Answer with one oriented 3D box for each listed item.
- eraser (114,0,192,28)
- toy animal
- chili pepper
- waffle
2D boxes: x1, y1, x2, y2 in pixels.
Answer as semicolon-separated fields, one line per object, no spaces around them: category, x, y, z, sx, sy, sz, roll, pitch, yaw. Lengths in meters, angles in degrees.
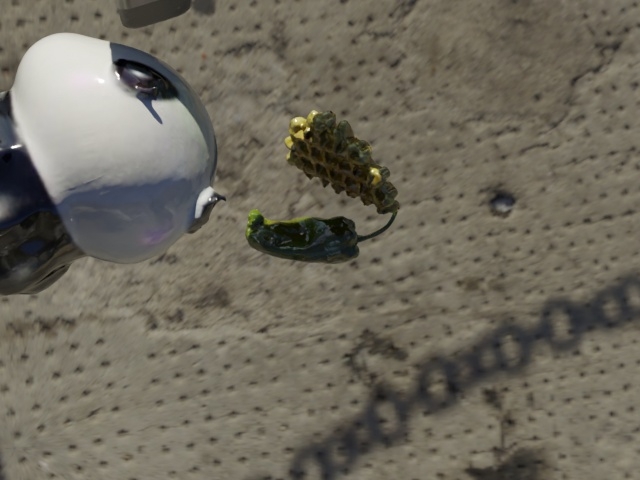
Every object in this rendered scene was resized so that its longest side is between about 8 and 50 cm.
eraser;-0.177;-0.315;1.239;0.089;0.352;0.061;-20;74;-9
toy animal;-0.257;-0.068;1.267;0.310;0.251;0.250;-18;85;15
chili pepper;0.000;0.000;1.733;0.204;0.073;0.072;4;40;4
waffle;0.027;-0.095;1.702;0.046;0.160;0.192;-39;78;-25
